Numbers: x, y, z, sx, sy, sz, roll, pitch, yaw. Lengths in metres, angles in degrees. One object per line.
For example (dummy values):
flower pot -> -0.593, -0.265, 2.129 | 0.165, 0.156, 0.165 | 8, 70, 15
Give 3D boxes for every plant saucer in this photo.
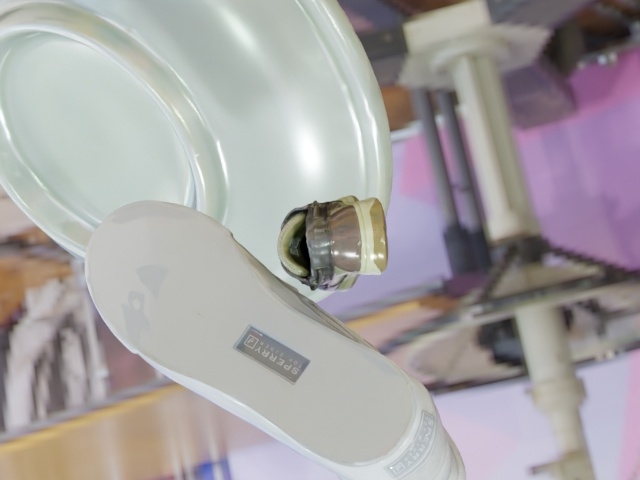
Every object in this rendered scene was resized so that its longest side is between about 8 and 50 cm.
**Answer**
plant saucer -> -0.143, -0.089, 1.325 | 0.400, 0.400, 0.100 | -34, -170, 49

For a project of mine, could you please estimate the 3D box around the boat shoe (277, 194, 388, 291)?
boat shoe -> 0.000, 0.000, 1.028 | 0.049, 0.056, 0.152 | -1, 173, -11

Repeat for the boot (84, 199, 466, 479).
boot -> -0.027, 0.077, 1.089 | 0.095, 0.258, 0.123 | -49, 149, -9
